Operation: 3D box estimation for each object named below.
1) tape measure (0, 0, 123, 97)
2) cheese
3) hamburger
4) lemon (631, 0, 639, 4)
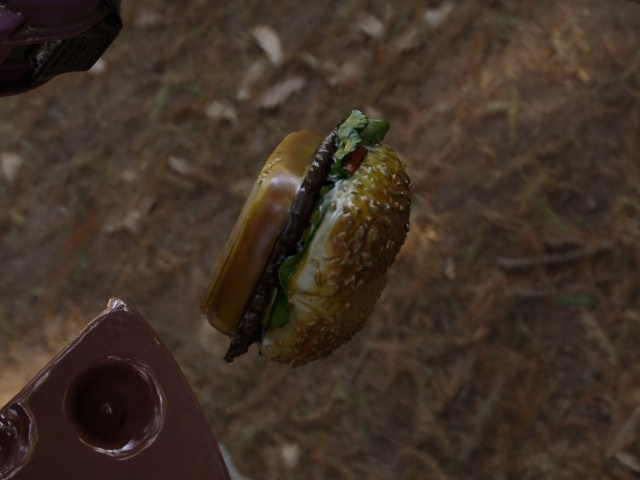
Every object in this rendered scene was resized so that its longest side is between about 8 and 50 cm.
[{"bbox_3d":[-0.277,-0.215,1.231,0.149,0.245,0.231,-44,70,39],"label":"tape measure"},{"bbox_3d":[-0.125,0.120,0.791,0.128,0.203,0.177,135,147,-73],"label":"cheese"},{"bbox_3d":[0.000,0.000,0.898,0.166,0.087,0.137,-60,-5,-69],"label":"hamburger"},{"bbox_3d":[0.244,-0.315,1.054,0.350,0.350,0.387,21,59,45],"label":"lemon"}]
